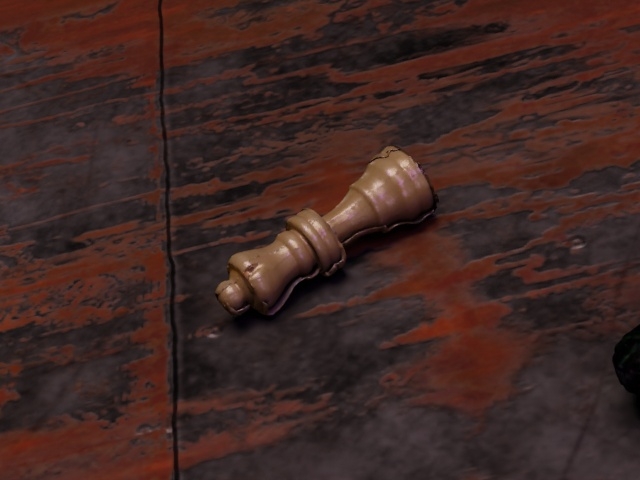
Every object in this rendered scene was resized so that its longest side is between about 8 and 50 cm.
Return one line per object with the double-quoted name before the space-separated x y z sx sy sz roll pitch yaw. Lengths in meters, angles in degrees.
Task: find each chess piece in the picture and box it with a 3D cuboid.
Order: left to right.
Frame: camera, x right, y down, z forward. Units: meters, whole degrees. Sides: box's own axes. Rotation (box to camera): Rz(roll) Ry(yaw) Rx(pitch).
"chess piece" 0.000 0.000 1.261 0.172 0.060 0.060 -34 41 -17

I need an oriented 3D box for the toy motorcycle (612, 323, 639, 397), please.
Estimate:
"toy motorcycle" 0.284 0.047 1.063 0.213 0.082 0.122 -28 38 -11
